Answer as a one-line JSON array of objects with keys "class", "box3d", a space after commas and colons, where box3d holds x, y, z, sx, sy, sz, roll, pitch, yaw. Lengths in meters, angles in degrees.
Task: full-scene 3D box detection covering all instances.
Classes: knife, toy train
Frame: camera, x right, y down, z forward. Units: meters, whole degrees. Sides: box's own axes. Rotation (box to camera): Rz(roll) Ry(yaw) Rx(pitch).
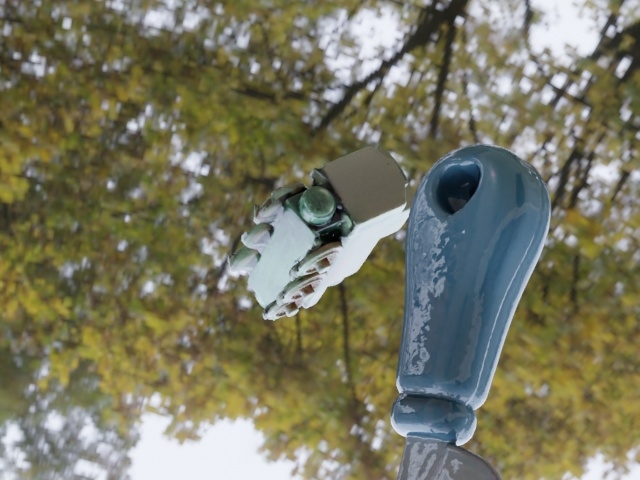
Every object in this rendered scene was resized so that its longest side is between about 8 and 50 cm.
[{"class": "knife", "box3d": [0.037, 0.082, 0.428, 0.032, 0.058, 0.244, 30, -117, -43]}, {"class": "toy train", "box3d": [0.000, 0.000, 1.113, 0.125, 0.194, 0.081, -23, -106, -23]}]
